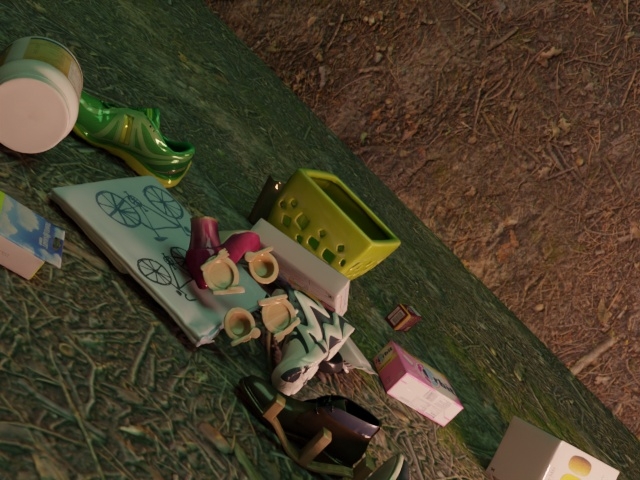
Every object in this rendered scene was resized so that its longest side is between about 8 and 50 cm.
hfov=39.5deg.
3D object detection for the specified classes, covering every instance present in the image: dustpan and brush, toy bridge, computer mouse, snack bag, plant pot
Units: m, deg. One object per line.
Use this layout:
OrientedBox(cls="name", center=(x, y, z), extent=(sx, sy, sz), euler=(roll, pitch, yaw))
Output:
OrientedBox(cls="dustpan and brush", center=(0.016, 0.187, 1.702), extent=(0.211, 0.060, 0.147), euler=(53, 2, 17))
OrientedBox(cls="toy bridge", center=(-0.009, 0.299, 1.287), extent=(0.188, 0.063, 0.026), euler=(38, 15, -13))
OrientedBox(cls="computer mouse", center=(-0.063, 0.165, 1.595), extent=(0.242, 0.041, 0.071), euler=(37, 22, -1))
OrientedBox(cls="snack bag", center=(-0.247, 0.022, 1.475), extent=(0.342, 0.037, 0.323), euler=(44, 17, 7))
OrientedBox(cls="plant pot", center=(0.000, 0.000, 1.868), extent=(0.228, 0.207, 0.227), euler=(47, 16, 14))

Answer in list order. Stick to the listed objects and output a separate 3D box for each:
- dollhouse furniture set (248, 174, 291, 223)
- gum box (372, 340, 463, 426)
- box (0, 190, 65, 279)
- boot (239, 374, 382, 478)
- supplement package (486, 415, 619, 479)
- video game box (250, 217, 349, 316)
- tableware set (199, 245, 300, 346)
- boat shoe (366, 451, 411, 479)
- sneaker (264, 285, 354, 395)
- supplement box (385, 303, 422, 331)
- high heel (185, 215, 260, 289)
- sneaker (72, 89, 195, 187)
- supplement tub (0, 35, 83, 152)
OrientedBox(cls="dollhouse furniture set", center=(-0.096, -0.090, 2.047), extent=(0.151, 0.144, 0.123), euler=(15, 24, -33))
OrientedBox(cls="gum box", center=(0.206, 0.300, 1.853), extent=(0.188, 0.062, 0.107), euler=(35, 17, -30))
OrientedBox(cls="box", center=(-0.418, -0.022, 1.148), extent=(0.178, 0.042, 0.109), euler=(36, 17, -27))
OrientedBox(cls="boot", center=(-0.012, 0.250, 1.332), extent=(0.219, 0.106, 0.082), euler=(41, 15, -11))
OrientedBox(cls="supplement package", center=(0.488, 0.484, 1.867), extent=(0.244, 0.139, 0.134), euler=(31, -5, -38))
OrientedBox(cls="video game box", center=(-0.039, 0.062, 1.680), extent=(0.205, 0.048, 0.187), euler=(35, -19, 12))
OrientedBox(cls="tableware set", center=(-0.108, 0.086, 1.400), extent=(0.141, 0.020, 0.169), euler=(-16, 83, -38))
OrientedBox(cls="boat shoe", center=(0.099, 0.388, 1.261), extent=(0.079, 0.095, 0.254), euler=(41, 16, -1))
OrientedBox(cls="sneaker", center=(-0.054, 0.155, 1.490), extent=(0.153, 0.094, 0.235), euler=(39, 36, 11))
OrientedBox(cls="supplement box", center=(0.203, 0.188, 2.177), extent=(0.043, 0.055, 0.083), euler=(50, 15, 25))
OrientedBox(cls="high heel", center=(-0.157, 0.036, 1.505), extent=(0.244, 0.082, 0.117), euler=(39, 47, -75))
OrientedBox(cls="sneaker", center=(-0.364, -0.218, 1.679), extent=(0.295, 0.123, 0.109), euler=(33, 18, -33))
OrientedBox(cls="supplement tub", center=(-0.460, -0.234, 1.431), extent=(0.144, 0.144, 0.200), euler=(36, 17, -26))
